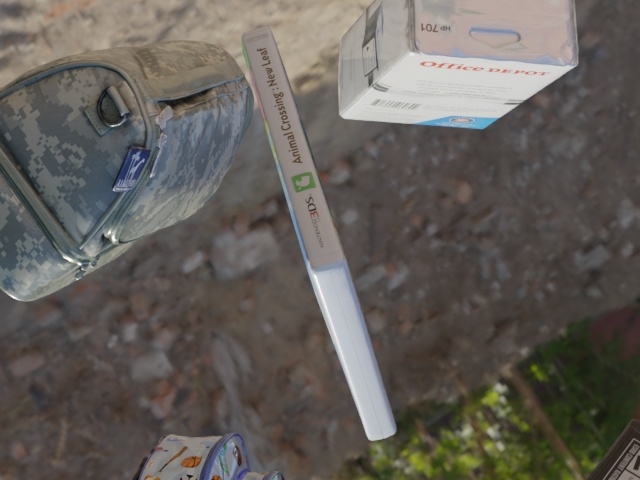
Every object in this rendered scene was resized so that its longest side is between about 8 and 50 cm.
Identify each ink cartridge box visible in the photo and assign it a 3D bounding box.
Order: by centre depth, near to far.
[{"bbox_3d":[0.107,-0.156,1.048,0.140,0.082,0.191,3,168,-15],"label":"ink cartridge box"}]

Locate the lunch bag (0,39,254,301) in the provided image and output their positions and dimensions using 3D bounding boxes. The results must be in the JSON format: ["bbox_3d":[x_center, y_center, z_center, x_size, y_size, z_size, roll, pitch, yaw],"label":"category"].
[{"bbox_3d":[-0.222,-0.100,1.323,0.256,0.212,0.305,-35,-179,22],"label":"lunch bag"}]

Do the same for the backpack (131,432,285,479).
[{"bbox_3d":[-0.150,0.391,1.680,0.213,0.263,0.276,-11,-161,10],"label":"backpack"}]

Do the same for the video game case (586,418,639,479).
[{"bbox_3d":[0.227,0.277,0.783,0.275,0.248,0.035,-47,146,-22],"label":"video game case"}]

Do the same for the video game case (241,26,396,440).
[{"bbox_3d":[0.000,0.000,0.820,0.023,0.193,0.212,-17,143,0],"label":"video game case"}]
